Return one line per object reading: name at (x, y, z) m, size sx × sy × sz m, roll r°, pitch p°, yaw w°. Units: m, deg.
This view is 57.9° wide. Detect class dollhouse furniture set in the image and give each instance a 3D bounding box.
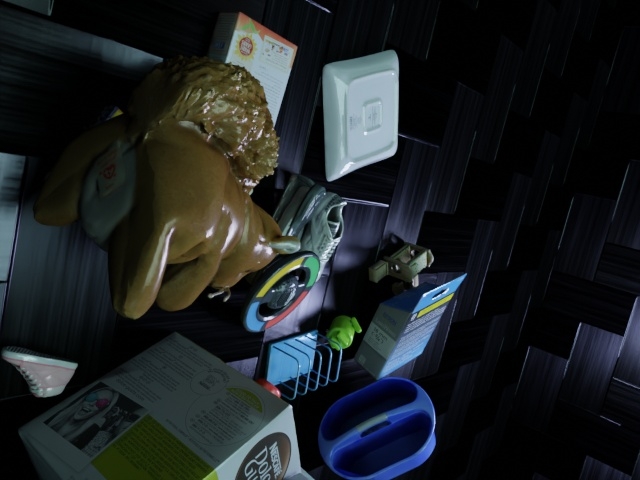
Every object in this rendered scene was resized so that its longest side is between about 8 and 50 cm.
dollhouse furniture set at (0.241, 0.122, 1.702) m, size 0.181 × 0.101 × 0.161 m, roll -33°, pitch 129°, yaw -38°

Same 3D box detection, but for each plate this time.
plate at (0.113, -0.305, 1.413) m, size 0.278 × 0.045 × 0.278 m, roll -27°, pitch 125°, yaw -41°

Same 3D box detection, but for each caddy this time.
caddy at (0.163, 0.537, 1.633) m, size 0.341 × 0.241 × 0.179 m, roll -27°, pitch 140°, yaw 2°

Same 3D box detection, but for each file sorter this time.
file sorter at (-0.041, 0.309, 1.443) m, size 0.170 × 0.104 × 0.118 m, roll -8°, pitch 111°, yaw -48°

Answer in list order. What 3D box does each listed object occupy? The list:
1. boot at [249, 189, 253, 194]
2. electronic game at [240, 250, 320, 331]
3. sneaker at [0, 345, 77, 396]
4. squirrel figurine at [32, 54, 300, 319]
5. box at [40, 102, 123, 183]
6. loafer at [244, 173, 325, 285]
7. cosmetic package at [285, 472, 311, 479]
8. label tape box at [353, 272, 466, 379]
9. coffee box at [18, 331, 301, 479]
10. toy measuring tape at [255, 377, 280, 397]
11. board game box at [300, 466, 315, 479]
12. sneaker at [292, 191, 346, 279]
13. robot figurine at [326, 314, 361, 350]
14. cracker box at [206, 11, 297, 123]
boot at (-0.191, -0.091, 1.132) m, size 0.158 × 0.059 × 0.085 m, roll -41°, pitch 138°, yaw -33°
electronic game at (-0.087, 0.115, 1.295) m, size 0.229 × 0.048 × 0.229 m, roll -39°, pitch 154°, yaw -23°
sneaker at (-0.463, 0.217, 0.937) m, size 0.134 × 0.050 × 0.070 m, roll 39°, pitch 70°, yaw -55°
squirrel figurine at (-0.166, -0.079, 0.910) m, size 0.370 × 0.281 × 0.397 m, roll 23°, pitch 94°, yaw -56°
box at (-0.324, -0.092, 0.978) m, size 0.159 × 0.044 × 0.233 m, roll -57°, pitch 140°, yaw -15°
loafer at (-0.092, -0.023, 1.271) m, size 0.268 × 0.084 × 0.096 m, roll -55°, pitch 168°, yaw 3°
cosmetic package at (-0.012, 0.550, 0.939) m, size 0.138 × 0.224 × 0.225 m, roll -7°, pitch 112°, yaw -51°
label tape box at (0.259, 0.221, 1.687) m, size 0.240 × 0.106 × 0.334 m, roll -16°, pitch 137°, yaw -46°
coffee box at (-0.259, 0.435, 1.044) m, size 0.334 × 0.338 × 0.338 m, roll -32°, pitch 129°, yaw -39°
toy measuring tape at (-0.124, 0.421, 1.384) m, size 0.121 × 0.121 × 0.330 m, roll -51°, pitch 138°, yaw -23°
board game box at (-0.144, 0.740, 1.534) m, size 0.318 × 0.065 × 0.319 m, roll -53°, pitch 139°, yaw -21°
sneaker at (0.000, 0.000, 1.368) m, size 0.090 × 0.094 × 0.235 m, roll -14°, pitch 118°, yaw -49°
robot figurine at (0.056, 0.243, 1.542) m, size 0.067 × 0.101 × 0.115 m, roll 48°, pitch 21°, yaw -10°
cracker box at (-0.147, -0.285, 1.089) m, size 0.155 × 0.067 × 0.233 m, roll 13°, pitch 94°, yaw -50°
